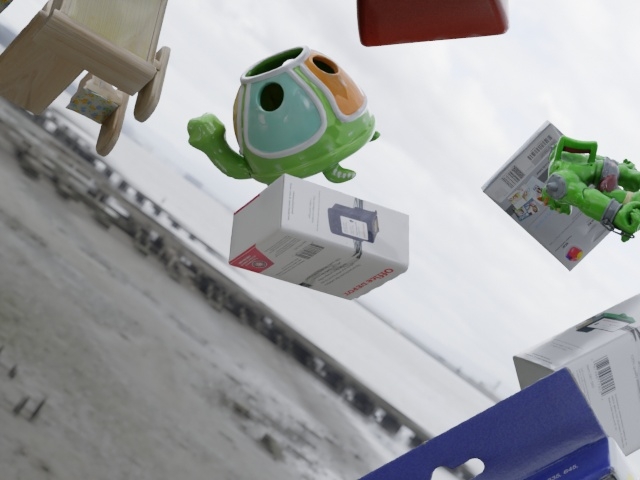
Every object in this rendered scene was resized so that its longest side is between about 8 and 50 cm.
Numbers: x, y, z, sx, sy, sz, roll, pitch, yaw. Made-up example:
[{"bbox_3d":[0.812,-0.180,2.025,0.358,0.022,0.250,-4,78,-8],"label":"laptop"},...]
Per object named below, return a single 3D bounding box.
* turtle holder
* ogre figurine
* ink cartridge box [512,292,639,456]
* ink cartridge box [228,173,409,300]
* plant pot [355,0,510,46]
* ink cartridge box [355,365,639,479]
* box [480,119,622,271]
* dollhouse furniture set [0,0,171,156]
[{"bbox_3d":[-0.063,-0.225,2.127,0.320,0.243,0.227,0,-55,46],"label":"turtle holder"},{"bbox_3d":[0.328,-0.070,1.383,0.118,0.197,0.097,22,-44,3],"label":"ogre figurine"},{"bbox_3d":[0.374,0.182,1.473,0.092,0.219,0.160,16,-54,62],"label":"ink cartridge box"},{"bbox_3d":[0.000,0.000,1.827,0.237,0.100,0.172,17,-29,-27],"label":"ink cartridge box"},{"bbox_3d":[0.175,-0.511,1.962,0.267,0.267,0.236,-3,-17,13],"label":"plant pot"},{"bbox_3d":[0.162,0.315,0.993,0.307,0.303,0.072,58,20,4],"label":"ink cartridge box"},{"bbox_3d":[0.359,-0.067,1.734,0.186,0.145,0.038,41,13,-9],"label":"box"},{"bbox_3d":[-0.413,-0.297,1.828,0.362,0.256,0.394,29,-41,-28],"label":"dollhouse furniture set"}]
